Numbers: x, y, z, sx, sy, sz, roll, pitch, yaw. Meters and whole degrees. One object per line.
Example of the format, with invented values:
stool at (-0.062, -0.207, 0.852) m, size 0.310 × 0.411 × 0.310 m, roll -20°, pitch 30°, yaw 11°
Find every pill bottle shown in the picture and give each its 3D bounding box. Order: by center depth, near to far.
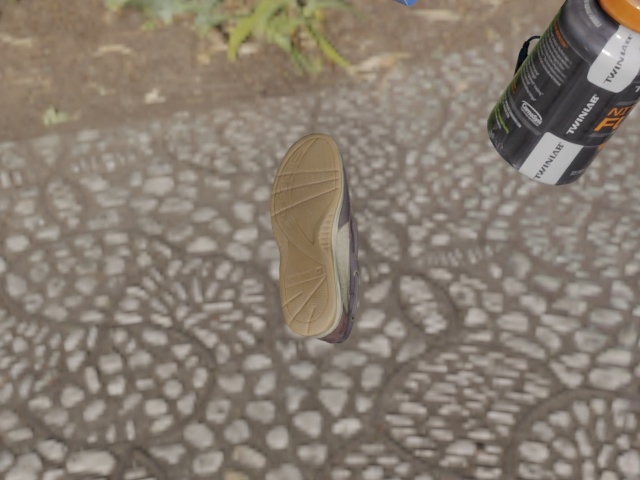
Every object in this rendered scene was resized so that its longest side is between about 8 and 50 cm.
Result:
pill bottle at (0.292, -0.185, 1.492) m, size 0.130 × 0.246 × 0.130 m, roll 15°, pitch 45°, yaw -16°

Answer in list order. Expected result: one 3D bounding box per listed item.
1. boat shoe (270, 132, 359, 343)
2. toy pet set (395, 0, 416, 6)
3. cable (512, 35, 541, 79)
boat shoe at (0.000, 0.000, 1.765) m, size 0.103 × 0.092 × 0.285 m, roll -14°, pitch 62°, yaw 21°
toy pet set at (0.062, -0.254, 1.226) m, size 0.122 × 0.065 × 0.114 m, roll -2°, pitch 23°, yaw -33°
cable at (0.337, -0.194, 1.946) m, size 0.150 × 0.184 × 0.047 m, roll 21°, pitch 20°, yaw 30°
